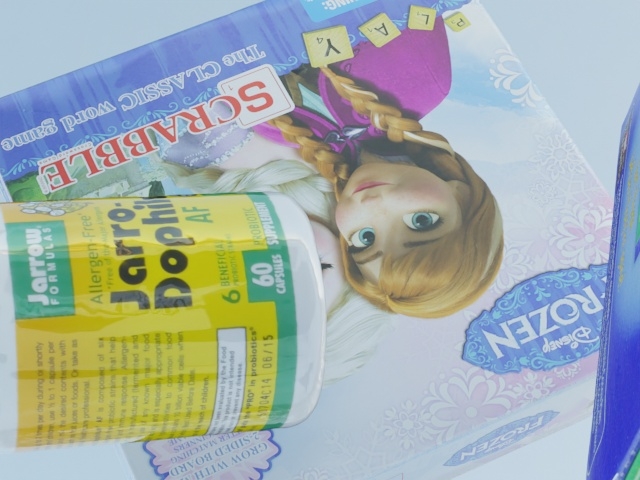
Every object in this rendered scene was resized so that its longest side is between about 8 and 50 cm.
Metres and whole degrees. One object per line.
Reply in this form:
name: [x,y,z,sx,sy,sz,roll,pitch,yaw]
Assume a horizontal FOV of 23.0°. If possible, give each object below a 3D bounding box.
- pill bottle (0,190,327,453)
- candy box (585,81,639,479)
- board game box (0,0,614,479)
pill bottle: [-0.111,0.038,0.734,0.208,0.117,0.118,-3,-73,-15]
candy box: [0.186,-0.082,0.471,0.122,0.268,0.317,16,-53,3]
board game box: [0.000,0.000,0.919,0.318,0.318,0.066,-23,-28,-13]
